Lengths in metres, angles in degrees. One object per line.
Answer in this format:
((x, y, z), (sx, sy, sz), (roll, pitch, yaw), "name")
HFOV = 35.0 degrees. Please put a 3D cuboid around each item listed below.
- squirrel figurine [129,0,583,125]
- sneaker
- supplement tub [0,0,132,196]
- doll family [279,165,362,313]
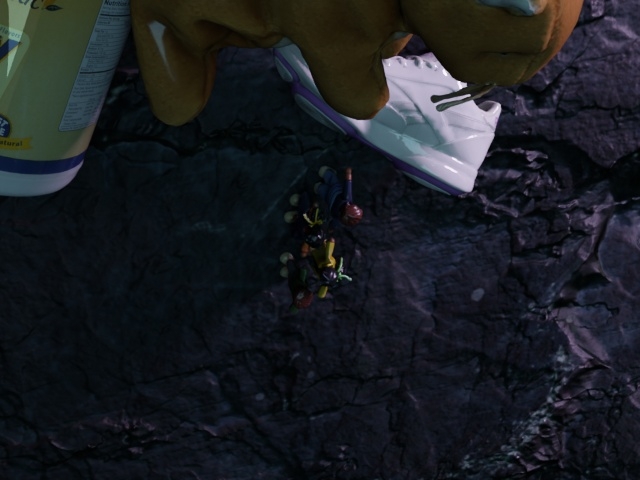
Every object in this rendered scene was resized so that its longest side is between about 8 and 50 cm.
((0.043, -0.287, 0.876), (0.370, 0.281, 0.397), (15, 134, 26), "squirrel figurine")
((0.080, -0.176, 1.173), (0.305, 0.114, 0.152), (28, 93, -29), "sneaker")
((-0.296, -0.227, 0.973), (0.228, 0.228, 0.316), (17, 111, -21), "supplement tub")
((0.000, 0.000, 1.224), (0.076, 0.111, 0.193), (-2, 116, -12), "doll family")
